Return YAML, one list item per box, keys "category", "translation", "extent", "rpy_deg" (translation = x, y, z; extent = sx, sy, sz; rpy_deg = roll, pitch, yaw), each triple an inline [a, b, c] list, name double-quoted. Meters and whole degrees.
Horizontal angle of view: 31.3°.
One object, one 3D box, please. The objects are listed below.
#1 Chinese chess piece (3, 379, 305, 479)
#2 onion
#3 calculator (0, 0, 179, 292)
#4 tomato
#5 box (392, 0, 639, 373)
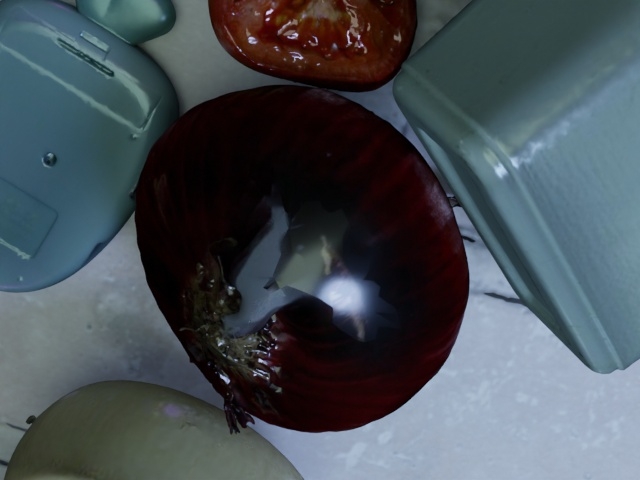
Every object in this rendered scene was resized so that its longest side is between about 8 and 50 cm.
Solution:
- category: "Chinese chess piece"
  translation: [-0.131, 0.230, 0.939]
  extent: [0.273, 0.102, 0.273]
  rpy_deg: [14, 137, 14]
- category: "onion"
  translation: [0.000, 0.000, 0.870]
  extent: [0.273, 0.285, 0.273]
  rpy_deg: [25, 134, 29]
- category: "calculator"
  translation: [-0.220, -0.087, 0.921]
  extent: [0.186, 0.041, 0.298]
  rpy_deg: [33, 109, -8]
- category: "tomato"
  translation: [-0.012, -0.199, 0.845]
  extent: [0.166, 0.082, 0.174]
  rpy_deg: [7, 90, -27]
- category: "box"
  translation: [0.188, -0.055, 0.761]
  extent: [0.182, 0.175, 0.312]
  rpy_deg: [-39, 133, -1]
